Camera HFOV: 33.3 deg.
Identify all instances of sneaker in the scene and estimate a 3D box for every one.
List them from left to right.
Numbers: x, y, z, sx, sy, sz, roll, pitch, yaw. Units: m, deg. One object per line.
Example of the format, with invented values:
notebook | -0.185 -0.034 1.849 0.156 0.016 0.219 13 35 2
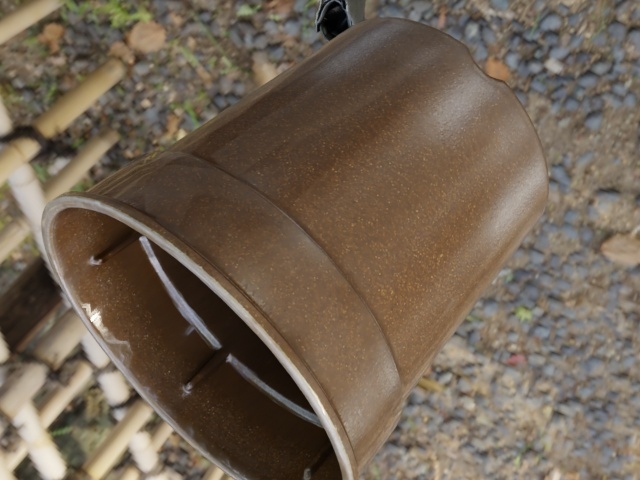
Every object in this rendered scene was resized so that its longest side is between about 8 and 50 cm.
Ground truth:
sneaker | 0.019 -0.225 1.088 0.051 0.089 0.170 15 145 8

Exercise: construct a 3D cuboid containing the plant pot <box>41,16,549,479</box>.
plant pot | 0.000 0.000 0.455 0.167 0.165 0.167 33 150 23
